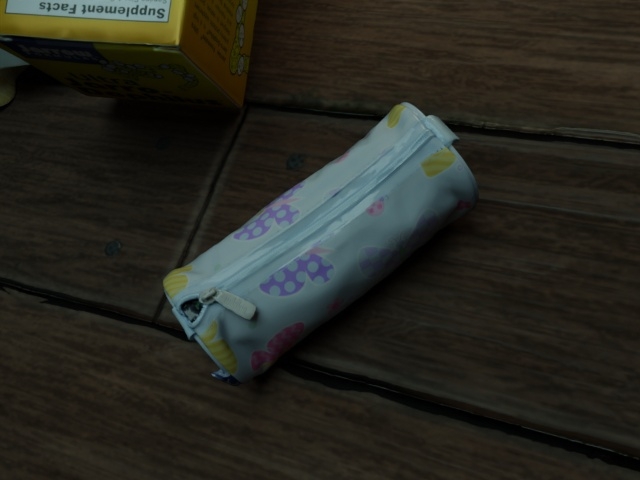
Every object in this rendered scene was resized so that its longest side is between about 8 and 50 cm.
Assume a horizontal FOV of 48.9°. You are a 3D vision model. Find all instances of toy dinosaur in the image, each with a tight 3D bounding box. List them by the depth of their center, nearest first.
[{"bbox_3d":[-0.425,-0.210,0.908,0.092,0.053,0.183,38,67,13],"label":"toy dinosaur"}]

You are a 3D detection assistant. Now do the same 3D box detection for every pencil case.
[{"bbox_3d":[0.000,0.000,0.600,0.273,0.124,0.113,-36,58,-3],"label":"pencil case"}]

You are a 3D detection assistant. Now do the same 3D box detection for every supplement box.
[{"bbox_3d":[-0.170,-0.336,0.714,0.194,0.195,0.357,7,86,11],"label":"supplement box"}]

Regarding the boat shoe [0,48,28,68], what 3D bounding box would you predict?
[{"bbox_3d":[-0.325,-0.248,0.861,0.219,0.078,0.070,1,25,-2],"label":"boat shoe"}]
